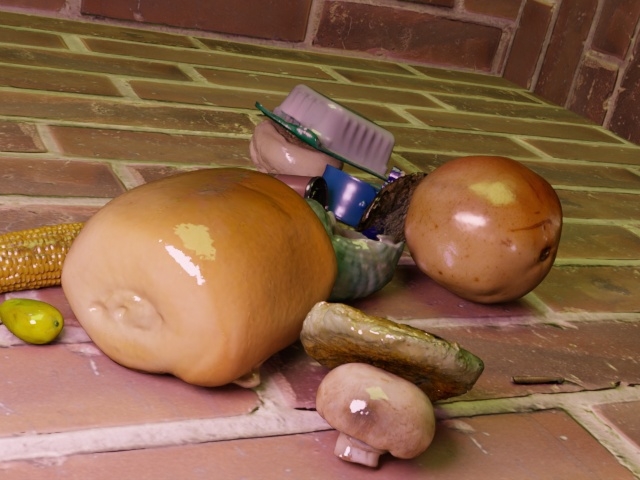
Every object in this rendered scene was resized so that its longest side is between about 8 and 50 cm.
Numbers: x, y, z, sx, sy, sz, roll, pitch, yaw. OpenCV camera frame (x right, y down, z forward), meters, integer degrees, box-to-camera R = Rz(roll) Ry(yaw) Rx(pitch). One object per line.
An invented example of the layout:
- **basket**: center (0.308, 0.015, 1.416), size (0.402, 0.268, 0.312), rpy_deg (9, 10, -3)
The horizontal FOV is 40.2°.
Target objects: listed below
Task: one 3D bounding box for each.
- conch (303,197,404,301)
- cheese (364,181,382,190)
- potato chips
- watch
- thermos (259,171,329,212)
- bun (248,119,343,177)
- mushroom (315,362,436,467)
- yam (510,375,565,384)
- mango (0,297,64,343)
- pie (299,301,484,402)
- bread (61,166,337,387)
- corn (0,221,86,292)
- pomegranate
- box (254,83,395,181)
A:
- **conch**: center (0.004, 0.015, 1.594), size (0.277, 0.196, 0.220), rpy_deg (-4, 12, 24)
- **cheese**: center (0.084, -0.099, 2.075), size (0.106, 0.037, 0.256), rpy_deg (26, 28, 33)
- **potato chips**: center (0.144, -0.052, 1.751), size (0.029, 0.202, 0.220), rpy_deg (42, 25, 28)
- **watch**: center (0.088, -0.085, 1.877), size (0.200, 0.171, 0.196), rpy_deg (26, -5, 20)
- **thermos**: center (-0.159, -0.074, 1.759), size (0.330, 0.136, 0.109), rpy_deg (6, -20, 21)
- **bun**: center (-0.063, -0.179, 2.034), size (0.229, 0.145, 0.229), rpy_deg (26, 20, -10)
- **mushroom**: center (0.070, 0.233, 1.162), size (0.166, 0.127, 0.166), rpy_deg (25, 2, -1)
- **yam**: center (0.364, 0.234, 1.464), size (0.107, 0.014, 0.014), rpy_deg (4, 24, -22)
- **mango**: center (-0.417, 0.112, 1.255), size (0.108, 0.056, 0.073), rpy_deg (21, 18, 26)
- **pie**: center (0.096, 0.155, 1.247), size (0.276, 0.079, 0.277), rpy_deg (15, -22, 6)
- **bread**: center (-0.173, 0.030, 1.340), size (0.347, 0.253, 0.376), rpy_deg (20, 21, 24)
- **corn**: center (-0.436, 0.025, 1.398), size (0.310, 0.102, 0.101), rpy_deg (-7, 30, -39)
- **pomegranate**: center (0.306, -0.026, 1.703), size (0.319, 0.319, 0.319), rpy_deg (11, 22, -5)
- **box**: center (0.040, -0.253, 1.984), size (0.336, 0.106, 0.264), rpy_deg (18, 16, -46)
